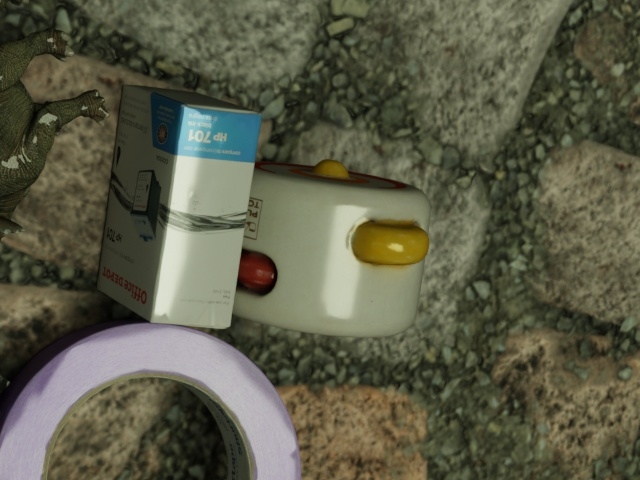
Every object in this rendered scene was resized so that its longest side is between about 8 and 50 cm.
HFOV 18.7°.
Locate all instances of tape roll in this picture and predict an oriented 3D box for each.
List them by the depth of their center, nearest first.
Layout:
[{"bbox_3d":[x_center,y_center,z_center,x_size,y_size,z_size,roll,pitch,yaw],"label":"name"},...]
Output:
[{"bbox_3d":[-0.160,0.208,1.719,0.275,0.090,0.274,0,90,-16],"label":"tape roll"}]

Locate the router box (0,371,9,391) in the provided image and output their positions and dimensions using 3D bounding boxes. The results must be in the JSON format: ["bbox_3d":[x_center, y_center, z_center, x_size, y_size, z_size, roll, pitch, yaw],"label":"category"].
[{"bbox_3d":[-0.340,0.110,1.665,0.092,0.038,0.122,-45,119,-15],"label":"router box"}]

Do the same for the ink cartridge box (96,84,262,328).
[{"bbox_3d":[-0.125,-0.031,1.697,0.082,0.139,0.190,6,98,-29],"label":"ink cartridge box"}]

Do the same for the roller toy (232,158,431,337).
[{"bbox_3d":[0.000,0.000,1.745,0.191,0.209,0.146,8,97,1],"label":"roller toy"}]

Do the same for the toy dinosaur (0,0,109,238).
[{"bbox_3d":[-0.282,-0.120,1.600,0.160,0.121,0.313,-35,121,-34],"label":"toy dinosaur"}]
